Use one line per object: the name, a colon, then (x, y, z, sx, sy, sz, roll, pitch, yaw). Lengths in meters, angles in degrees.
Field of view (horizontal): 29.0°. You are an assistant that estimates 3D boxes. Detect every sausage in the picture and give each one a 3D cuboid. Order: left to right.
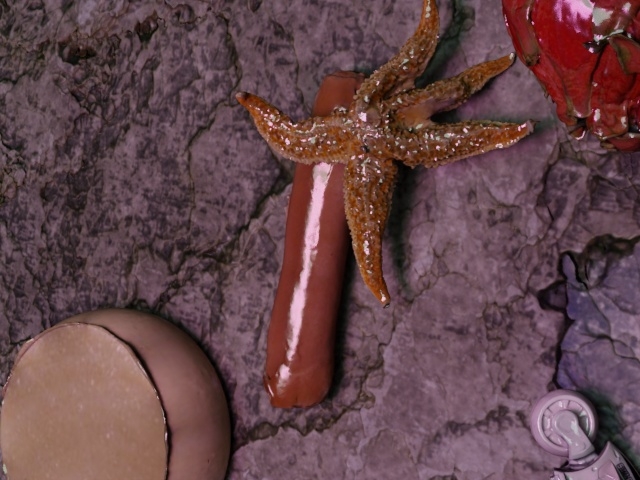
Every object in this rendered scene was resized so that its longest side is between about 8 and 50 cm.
sausage: (0.000, 0.000, 1.510, 0.094, 0.094, 0.419, -149, 69, -74)

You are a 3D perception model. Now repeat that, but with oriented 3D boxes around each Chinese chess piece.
Chinese chess piece: (-0.280, 0.259, 1.661, 0.338, 0.140, 0.338, 0, 90, 35)

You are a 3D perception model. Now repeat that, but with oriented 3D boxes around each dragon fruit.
dragon fruit: (0.299, -0.237, 1.227, 0.244, 0.244, 0.299, -4, 78, 33)

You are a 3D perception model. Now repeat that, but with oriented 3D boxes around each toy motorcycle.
toy motorcycle: (0.296, 0.280, 1.315, 0.112, 0.112, 0.254, -18, 80, 32)

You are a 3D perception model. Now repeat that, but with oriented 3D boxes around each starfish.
starfish: (0.103, -0.122, 1.404, 0.293, 0.084, 0.302, -34, 86, 9)
